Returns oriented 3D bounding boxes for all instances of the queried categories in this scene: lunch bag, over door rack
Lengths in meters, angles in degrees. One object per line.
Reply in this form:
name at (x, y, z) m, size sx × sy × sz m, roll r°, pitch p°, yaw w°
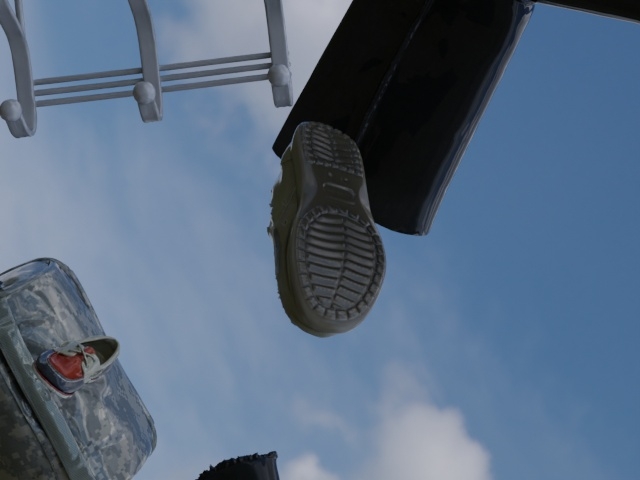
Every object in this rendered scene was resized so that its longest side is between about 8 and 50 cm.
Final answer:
lunch bag at (-0.334, 0.176, 1.831) m, size 0.305 × 0.212 × 0.256 m, roll 64°, pitch -12°, yaw -7°
over door rack at (-0.154, -0.257, 1.256) m, size 0.108 × 0.239 × 0.324 m, roll 75°, pitch 10°, yaw -76°

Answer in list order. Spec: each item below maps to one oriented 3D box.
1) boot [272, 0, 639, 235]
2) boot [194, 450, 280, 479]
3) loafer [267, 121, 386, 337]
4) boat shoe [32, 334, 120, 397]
boot at (0.183, -0.181, 1.655) m, size 0.367 × 0.146 × 0.445 m, roll 41°, pitch -63°, yaw 20°
boot at (-0.027, 0.191, 1.065) m, size 0.045 × 0.121 × 0.099 m, roll 62°, pitch 5°, yaw -57°
loafer at (0.000, 0.000, 1.510) m, size 0.268 × 0.102 × 0.092 m, roll -89°, pitch -156°, yaw -46°
boat shoe at (-0.226, 0.114, 1.445) m, size 0.049 × 0.043 × 0.137 m, roll 51°, pitch 11°, yaw 7°
